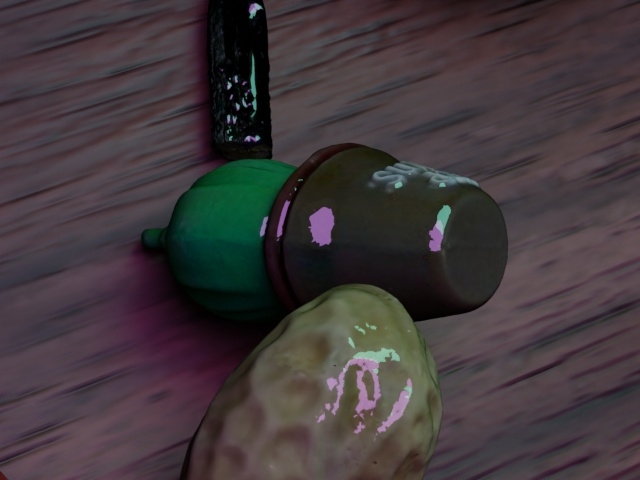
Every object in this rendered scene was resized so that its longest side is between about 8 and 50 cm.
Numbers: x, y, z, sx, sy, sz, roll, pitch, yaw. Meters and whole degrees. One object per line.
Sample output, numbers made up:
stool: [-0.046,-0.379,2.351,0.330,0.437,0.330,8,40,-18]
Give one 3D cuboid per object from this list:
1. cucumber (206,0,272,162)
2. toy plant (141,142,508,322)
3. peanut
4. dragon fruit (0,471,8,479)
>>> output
cucumber: [-0.045,-0.122,1.113,0.043,0.039,0.163,12,64,-36]
toy plant: [0.000,0.000,1.021,0.143,0.200,0.105,-2,95,-54]
peanut: [-0.015,0.164,0.909,0.120,0.136,0.298,23,76,-49]
dragon fruit: [-0.234,0.158,0.821,0.241,0.241,0.252,-36,73,-28]
